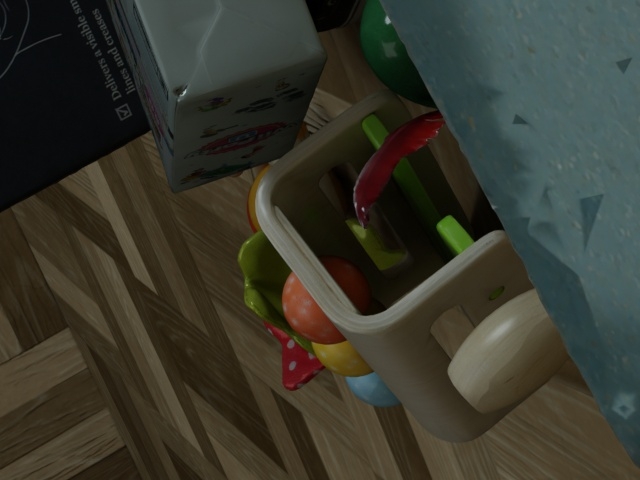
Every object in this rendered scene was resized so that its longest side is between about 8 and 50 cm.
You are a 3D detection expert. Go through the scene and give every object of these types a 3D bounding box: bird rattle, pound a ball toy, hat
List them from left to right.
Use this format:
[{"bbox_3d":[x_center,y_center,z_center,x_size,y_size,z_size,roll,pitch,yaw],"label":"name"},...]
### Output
[{"bbox_3d":[0.000,0.000,1.550,0.253,0.143,0.207,87,163,-84],"label":"bird rattle"},{"bbox_3d":[0.033,-0.095,1.074,0.173,0.183,0.208,57,164,8],"label":"hat"},{"bbox_3d":[0.069,0.056,1.176,0.208,0.136,0.319,53,-179,23],"label":"pound a ball toy"}]

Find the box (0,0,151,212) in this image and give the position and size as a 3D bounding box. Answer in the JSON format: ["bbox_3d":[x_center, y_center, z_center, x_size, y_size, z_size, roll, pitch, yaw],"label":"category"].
[{"bbox_3d":[-0.302,-0.186,1.558,0.212,0.395,0.293,25,142,63],"label":"box"}]

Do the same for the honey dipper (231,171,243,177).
[{"bbox_3d":[-0.073,-0.124,1.544,0.030,0.030,0.160,40,136,51],"label":"honey dipper"}]

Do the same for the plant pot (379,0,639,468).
[{"bbox_3d":[0.182,-0.118,0.505,0.252,0.248,0.247,-26,94,56],"label":"plant pot"}]

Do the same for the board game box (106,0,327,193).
[{"bbox_3d":[-0.087,-0.168,1.217,0.303,0.097,0.224,123,127,-81],"label":"board game box"}]

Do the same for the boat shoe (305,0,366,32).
[{"bbox_3d":[-0.003,-0.187,1.221,0.080,0.076,0.228,58,164,9],"label":"boat shoe"}]
